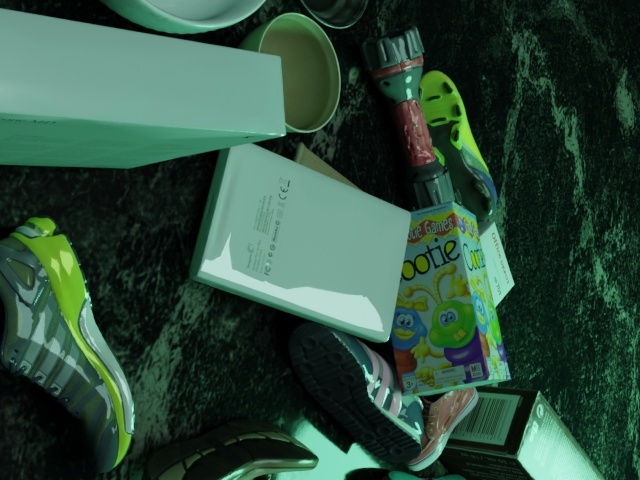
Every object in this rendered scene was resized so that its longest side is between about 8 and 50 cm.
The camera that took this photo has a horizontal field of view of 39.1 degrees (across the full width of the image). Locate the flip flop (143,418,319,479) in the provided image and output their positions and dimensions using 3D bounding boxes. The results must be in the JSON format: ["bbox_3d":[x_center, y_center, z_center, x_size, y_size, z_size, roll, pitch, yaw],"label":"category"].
[{"bbox_3d":[-0.117,0.306,1.189,0.277,0.112,0.080,-6,118,-50],"label":"flip flop"}]

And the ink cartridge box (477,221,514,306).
[{"bbox_3d":[0.255,0.069,1.612,0.190,0.082,0.139,-40,116,-40],"label":"ink cartridge box"}]

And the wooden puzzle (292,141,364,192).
[{"bbox_3d":[0.000,0.000,1.371,0.238,0.044,0.221,37,61,-45],"label":"wooden puzzle"}]

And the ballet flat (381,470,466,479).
[{"bbox_3d":[0.170,0.435,1.513,0.221,0.077,0.079,15,112,-46],"label":"ballet flat"}]

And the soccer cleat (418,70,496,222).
[{"bbox_3d":[0.237,-0.169,1.620,0.121,0.093,0.289,-68,136,-68],"label":"soccer cleat"}]

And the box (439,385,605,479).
[{"bbox_3d":[0.374,0.423,1.646,0.381,0.191,0.143,48,56,-34],"label":"box"}]

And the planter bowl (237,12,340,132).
[{"bbox_3d":[-0.064,-0.225,1.257,0.162,0.109,0.162,3,86,-47],"label":"planter bowl"}]

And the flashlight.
[{"bbox_3d":[0.152,-0.196,1.497,0.103,0.103,0.304,-32,110,-42],"label":"flashlight"}]

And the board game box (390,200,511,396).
[{"bbox_3d":[0.190,0.096,1.423,0.144,0.142,0.275,18,59,-64],"label":"board game box"}]

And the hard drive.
[{"bbox_3d":[-0.018,0.003,1.260,0.307,0.040,0.203,22,70,-28],"label":"hard drive"}]

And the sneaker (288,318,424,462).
[{"bbox_3d":[0.058,0.205,1.394,0.319,0.112,0.131,55,31,-30],"label":"sneaker"}]

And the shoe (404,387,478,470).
[{"bbox_3d":[0.185,0.297,1.511,0.178,0.063,0.081,-49,124,-7],"label":"shoe"}]

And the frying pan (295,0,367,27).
[{"bbox_3d":[0.026,-0.477,1.412,0.197,0.053,0.326,41,57,-38],"label":"frying pan"}]

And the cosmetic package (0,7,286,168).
[{"bbox_3d":[-0.266,-0.137,0.905,0.377,0.284,0.097,-2,90,-48],"label":"cosmetic package"}]

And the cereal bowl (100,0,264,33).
[{"bbox_3d":[-0.201,-0.414,1.095,0.339,0.141,0.339,4,85,-48],"label":"cereal bowl"}]

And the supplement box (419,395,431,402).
[{"bbox_3d":[0.192,0.226,1.566,0.062,0.036,0.098,51,56,-34],"label":"supplement box"}]

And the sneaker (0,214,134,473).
[{"bbox_3d":[-0.304,0.129,0.998,0.121,0.111,0.300,-27,103,-34],"label":"sneaker"}]
